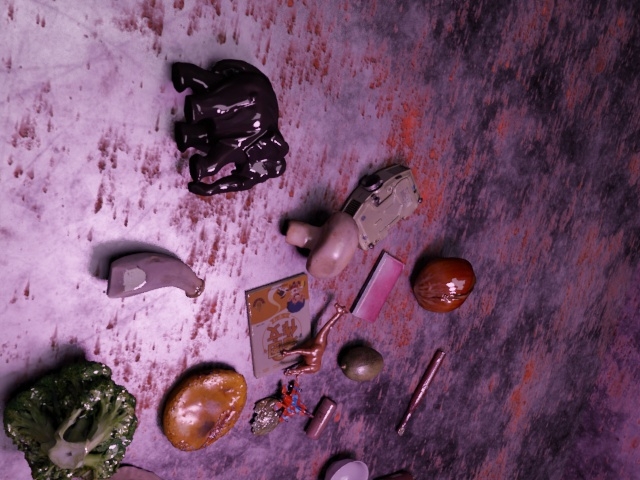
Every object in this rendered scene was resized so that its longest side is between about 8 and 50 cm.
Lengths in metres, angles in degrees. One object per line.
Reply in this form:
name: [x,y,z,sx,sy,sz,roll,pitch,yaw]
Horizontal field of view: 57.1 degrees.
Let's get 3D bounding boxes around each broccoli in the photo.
broccoli: [-0.585,0.441,1.392,0.307,0.275,0.308,-1,96,-8]

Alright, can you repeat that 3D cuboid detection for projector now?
projector: [0.192,-0.113,1.831,0.269,0.088,0.194,-41,128,-15]

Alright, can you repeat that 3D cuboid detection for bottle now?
bottle: [0.003,0.601,1.987,0.053,0.053,0.140,32,87,-38]

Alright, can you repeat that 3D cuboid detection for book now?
book: [-0.121,0.261,1.795,0.207,0.020,0.296,-17,117,-30]

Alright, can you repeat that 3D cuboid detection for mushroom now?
mushroom: [0.011,0.008,1.711,0.206,0.209,0.207,-45,143,-48]
mushroom: [-0.406,0.090,1.482,0.270,0.103,0.118,5,104,-42]

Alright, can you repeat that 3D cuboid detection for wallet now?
wallet: [0.194,0.161,1.974,0.119,0.025,0.232,30,89,-38]

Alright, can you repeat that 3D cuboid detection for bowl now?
bowl: [0.075,0.848,2.110,0.189,0.086,0.189,-14,117,-30]

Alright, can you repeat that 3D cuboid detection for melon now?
melon: [0.137,0.413,1.972,0.167,0.114,0.114,1,106,-36]

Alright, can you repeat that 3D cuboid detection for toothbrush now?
toothbrush: [0.383,0.584,2.257,0.040,0.041,0.364,29,89,-38]

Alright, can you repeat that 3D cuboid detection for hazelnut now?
hazelnut: [0.430,0.158,2.043,0.181,0.181,0.212,-32,135,-45]

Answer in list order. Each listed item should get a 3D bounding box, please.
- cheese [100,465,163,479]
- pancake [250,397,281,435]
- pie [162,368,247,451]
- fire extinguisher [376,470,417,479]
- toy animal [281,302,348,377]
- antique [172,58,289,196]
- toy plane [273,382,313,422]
cheese: [-0.533,0.801,1.622,0.292,0.153,0.332,-39,124,-18]
pancake: [-0.169,0.562,1.871,0.116,0.022,0.130,10,101,-40]
pie: [-0.328,0.486,1.702,0.273,0.069,0.274,-13,115,-29]
fire extinguisher: [0.301,0.968,2.330,0.231,0.071,0.099,0,135,-36]
toy animal: [-0.016,0.315,1.834,0.229,0.066,0.224,-14,115,-21]
antique: [-0.211,-0.272,1.429,0.255,0.185,0.323,-8,108,-31]
toy plane: [-0.081,0.536,1.897,0.189,0.061,0.130,50,56,-47]
